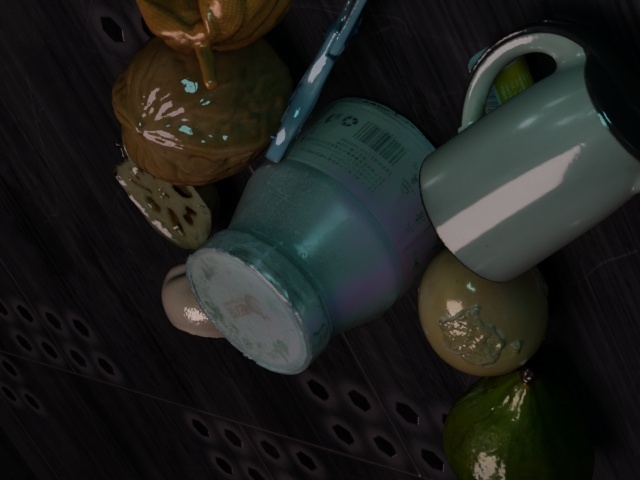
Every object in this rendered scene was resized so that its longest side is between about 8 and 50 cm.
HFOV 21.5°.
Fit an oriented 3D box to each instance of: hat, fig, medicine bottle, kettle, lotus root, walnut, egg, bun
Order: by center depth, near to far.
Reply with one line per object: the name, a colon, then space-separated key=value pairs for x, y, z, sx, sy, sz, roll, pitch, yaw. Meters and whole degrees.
kettle: x=0.226 y=-0.105 z=1.724 sx=0.236 sy=0.161 sz=0.221 roll=-35 pitch=76 yaw=36
hat: x=-0.101 y=-0.270 z=1.820 sx=0.233 sy=0.233 sz=0.244 roll=22 pitch=153 yaw=-37
medicine bottle: x=0.227 y=-0.110 z=1.850 sx=0.074 sy=0.074 sz=0.218 roll=11 pitch=135 yaw=47
egg: x=0.194 y=0.080 z=2.046 sx=0.164 sy=0.164 sz=0.201 roll=26 pitch=160 yaw=32
medicine bottle: x=0.000 y=0.000 z=2.069 sx=0.245 sy=0.290 sz=0.245 roll=33 pitch=149 yaw=23
walnut: x=-0.150 y=-0.174 z=2.111 sx=0.228 sy=0.228 sz=0.228 roll=33 pitch=150 yaw=22
fig: x=0.266 y=0.228 z=2.153 sx=0.203 sy=0.203 sz=0.235 roll=33 pitch=134 yaw=23
lotus root: x=-0.212 y=-0.085 z=2.474 sx=0.183 sy=0.078 sz=0.203 roll=-10 pitch=118 yaw=54
bun: x=-0.150 y=0.066 z=2.510 sx=0.173 sy=0.173 sz=0.120 roll=20 pitch=117 yaw=39

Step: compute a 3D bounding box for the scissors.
scissors: x=0.021 y=-0.233 z=1.912 sx=0.032 sy=0.180 sz=0.393 roll=26 pitch=137 yaw=-5
